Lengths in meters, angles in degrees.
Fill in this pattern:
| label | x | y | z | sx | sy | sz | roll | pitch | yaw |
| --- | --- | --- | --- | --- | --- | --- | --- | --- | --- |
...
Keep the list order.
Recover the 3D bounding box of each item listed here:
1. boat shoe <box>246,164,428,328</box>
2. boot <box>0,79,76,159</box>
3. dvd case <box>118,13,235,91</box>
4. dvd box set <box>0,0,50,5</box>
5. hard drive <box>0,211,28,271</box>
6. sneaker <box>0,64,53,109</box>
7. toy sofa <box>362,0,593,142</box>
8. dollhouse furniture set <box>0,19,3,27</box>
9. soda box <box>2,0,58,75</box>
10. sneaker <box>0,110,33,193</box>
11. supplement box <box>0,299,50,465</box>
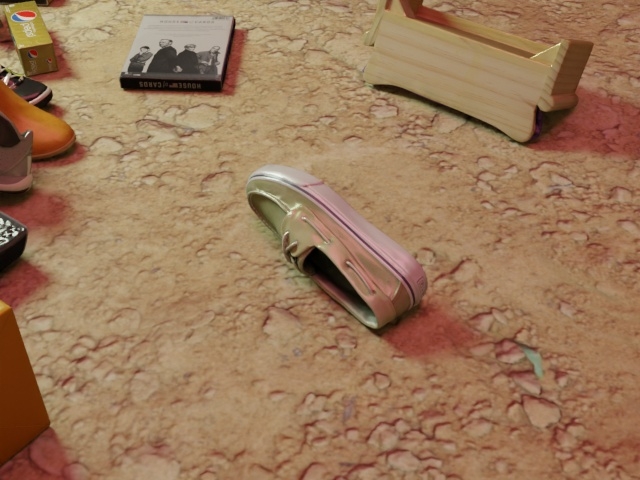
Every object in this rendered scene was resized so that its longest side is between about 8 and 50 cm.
| label | x | y | z | sx | sy | sz | roll | pitch | yaw |
| --- | --- | --- | --- | --- | --- | --- | --- | --- | --- |
| boat shoe | 0.000 | 0.000 | 1.076 | 0.302 | 0.109 | 0.094 | 34 | 53 | 28 |
| boot | -0.527 | -0.242 | 1.251 | 0.295 | 0.211 | 0.104 | 12 | 44 | 11 |
| dvd case | -0.257 | -0.349 | 1.515 | 0.179 | 0.029 | 0.238 | 2 | 41 | 1 |
| dvd box set | -0.684 | -0.642 | 1.806 | 0.308 | 0.062 | 0.420 | 3 | 42 | 2 |
| hard drive | -0.533 | 0.001 | 1.097 | 0.255 | 0.054 | 0.172 | 21 | 46 | 21 |
| sneaker | -0.563 | -0.269 | 1.366 | 0.235 | 0.097 | 0.084 | 10 | 43 | 10 |
| toy sofa | 0.261 | -0.310 | 1.421 | 0.363 | 0.177 | 0.150 | 26 | 23 | 25 |
| dollhouse furniture set | -0.756 | -0.491 | 1.535 | 0.259 | 0.135 | 0.262 | -25 | 62 | -13 |
| soda box | -0.532 | -0.373 | 1.512 | 0.061 | 0.058 | 0.181 | -16 | 45 | -19 |
| sneaker | -0.513 | -0.144 | 1.149 | 0.229 | 0.132 | 0.086 | 4 | 16 | -36 |
| supplement box | -0.412 | 0.128 | 0.856 | 0.194 | 0.191 | 0.129 | 26 | 47 | 26 |
